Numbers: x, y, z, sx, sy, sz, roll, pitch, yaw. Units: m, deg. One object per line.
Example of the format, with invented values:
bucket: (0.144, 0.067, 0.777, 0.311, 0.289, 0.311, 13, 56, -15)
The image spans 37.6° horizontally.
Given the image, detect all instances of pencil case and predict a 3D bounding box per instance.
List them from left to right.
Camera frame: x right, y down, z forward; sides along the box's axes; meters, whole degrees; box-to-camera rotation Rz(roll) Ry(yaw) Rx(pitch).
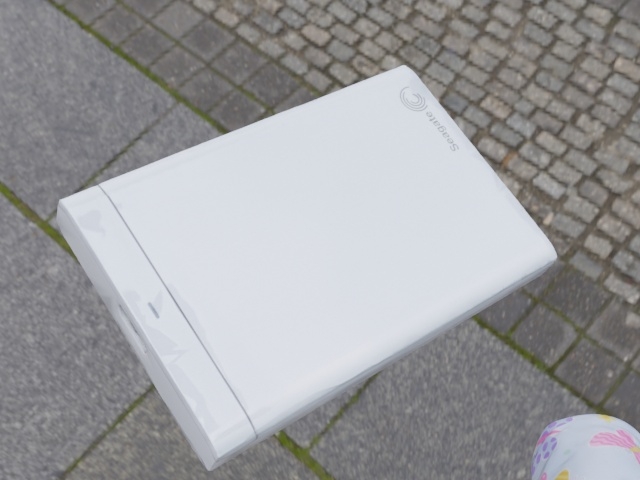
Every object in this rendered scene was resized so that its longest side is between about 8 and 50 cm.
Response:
pencil case: (0.243, 0.244, 0.762, 0.124, 0.273, 0.113, 36, 105, -5)

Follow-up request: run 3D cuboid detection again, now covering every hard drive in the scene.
hard drive: (0.000, 0.000, 0.775, 0.353, 0.047, 0.233, -26, 71, -29)
